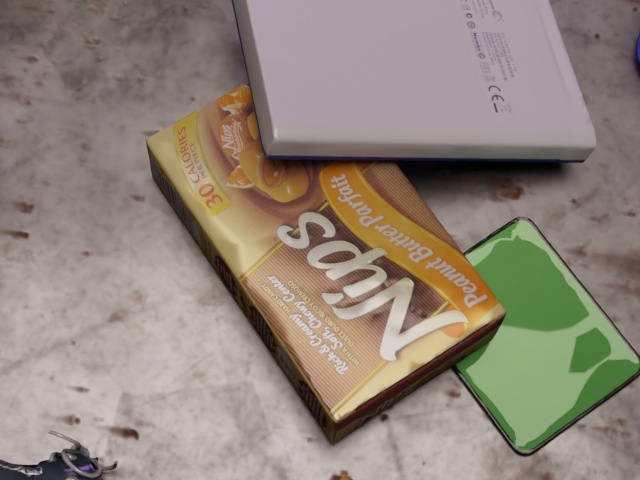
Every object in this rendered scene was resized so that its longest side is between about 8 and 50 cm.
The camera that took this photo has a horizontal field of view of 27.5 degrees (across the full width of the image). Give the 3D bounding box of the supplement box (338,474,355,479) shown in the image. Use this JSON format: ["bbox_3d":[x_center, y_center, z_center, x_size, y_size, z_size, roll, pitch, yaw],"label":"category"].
[{"bbox_3d":[0.059,0.327,1.058,0.194,0.129,0.191,25,71,6],"label":"supplement box"}]

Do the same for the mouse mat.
[{"bbox_3d":[0.189,0.085,1.215,0.152,0.007,0.190,-33,74,-13],"label":"mouse mat"}]

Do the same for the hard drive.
[{"bbox_3d":[0.085,-0.168,1.219,0.318,0.040,0.210,-1,60,-21],"label":"hard drive"}]

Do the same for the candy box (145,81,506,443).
[{"bbox_3d":[0.000,0.000,1.190,0.183,0.087,0.316,-31,74,-13],"label":"candy box"}]

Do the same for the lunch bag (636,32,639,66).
[{"bbox_3d":[0.461,-0.256,1.296,0.243,0.115,0.303,27,72,9],"label":"lunch bag"}]

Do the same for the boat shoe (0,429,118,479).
[{"bbox_3d":[-0.197,0.216,1.102,0.254,0.095,0.079,18,72,2],"label":"boat shoe"}]
